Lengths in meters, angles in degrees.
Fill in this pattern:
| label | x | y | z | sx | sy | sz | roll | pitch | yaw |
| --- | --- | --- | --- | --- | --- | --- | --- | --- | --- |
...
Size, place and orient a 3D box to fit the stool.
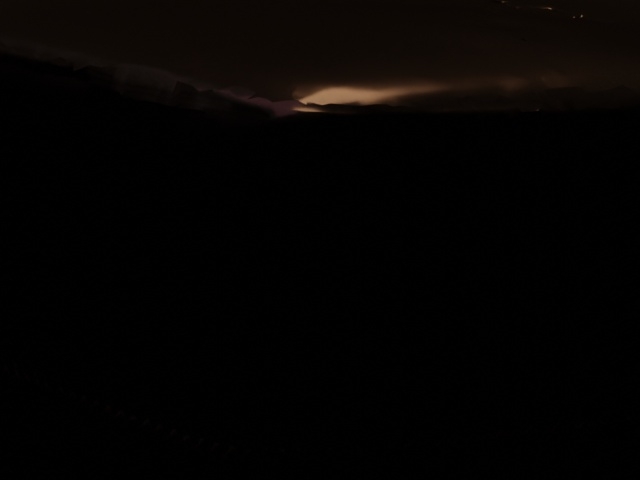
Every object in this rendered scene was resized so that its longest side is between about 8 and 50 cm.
| label | x | y | z | sx | sy | sz | roll | pitch | yaw |
| --- | --- | --- | --- | --- | --- | --- | --- | --- | --- |
| stool | 0.000 | 0.000 | 0.454 | 0.232 | 0.141 | 0.232 | 3 | 18 | -1 |
